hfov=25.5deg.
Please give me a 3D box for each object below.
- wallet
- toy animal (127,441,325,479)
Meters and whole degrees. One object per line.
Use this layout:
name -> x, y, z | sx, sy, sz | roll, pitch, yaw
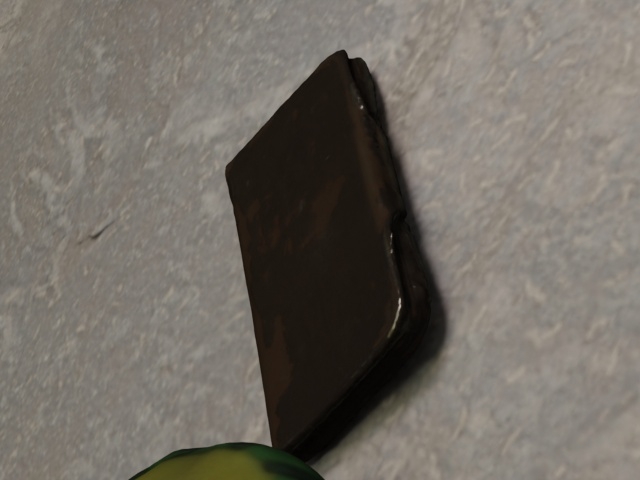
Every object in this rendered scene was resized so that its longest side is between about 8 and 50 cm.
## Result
wallet -> 0.000, 0.000, 1.019 | 0.165, 0.042, 0.309 | -46, 35, 28
toy animal -> -0.079, 0.274, 0.784 | 0.216, 0.191, 0.338 | -7, 44, 30
